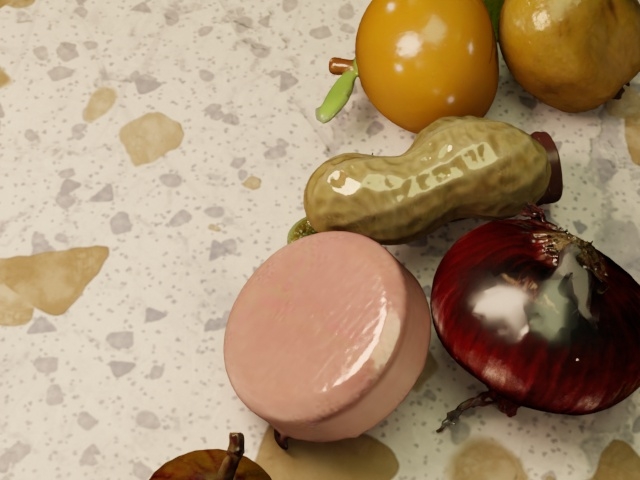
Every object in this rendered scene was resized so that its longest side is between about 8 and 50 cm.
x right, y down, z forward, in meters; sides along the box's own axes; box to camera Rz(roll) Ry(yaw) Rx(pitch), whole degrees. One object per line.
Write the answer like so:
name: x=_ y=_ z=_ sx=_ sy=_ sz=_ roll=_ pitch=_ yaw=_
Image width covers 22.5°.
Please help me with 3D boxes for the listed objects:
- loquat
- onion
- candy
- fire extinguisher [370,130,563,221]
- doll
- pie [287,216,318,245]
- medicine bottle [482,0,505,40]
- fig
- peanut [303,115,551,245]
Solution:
loquat: x=0.328 y=-0.267 z=2.092 sx=0.187 sy=0.234 sz=0.176 roll=-44 pitch=33 yaw=7
onion: x=0.247 y=0.113 z=1.860 sx=0.273 sy=0.285 sz=0.273 roll=19 pitch=23 yaw=-9
candy: x=0.003 y=0.116 z=1.846 sx=0.255 sy=0.094 sz=0.255 roll=-15 pitch=56 yaw=24
fire extinguisher: x=0.162 y=-0.075 z=2.021 sx=0.269 sy=0.104 sz=0.104 roll=-10 pitch=58 yaw=-7
doll: x=0.110 y=-0.239 z=2.077 sx=0.236 sy=0.213 sz=0.213 roll=-7 pitch=56 yaw=10
pie: x=-0.001 y=0.001 z=2.013 sx=0.084 sy=0.021 sz=0.084 roll=1 pitch=56 yaw=-1
medicine bottle: x=0.288 y=-0.381 z=2.202 sx=0.250 sy=0.141 sz=0.137 roll=-14 pitch=56 yaw=-10
fig: x=-0.110 y=0.298 z=1.735 sx=0.149 sy=0.202 sz=0.148 roll=38 pitch=73 yaw=-19
peanut: x=0.126 y=-0.071 z=1.909 sx=0.298 sy=0.120 sz=0.136 roll=-15 pitch=73 yaw=-7
